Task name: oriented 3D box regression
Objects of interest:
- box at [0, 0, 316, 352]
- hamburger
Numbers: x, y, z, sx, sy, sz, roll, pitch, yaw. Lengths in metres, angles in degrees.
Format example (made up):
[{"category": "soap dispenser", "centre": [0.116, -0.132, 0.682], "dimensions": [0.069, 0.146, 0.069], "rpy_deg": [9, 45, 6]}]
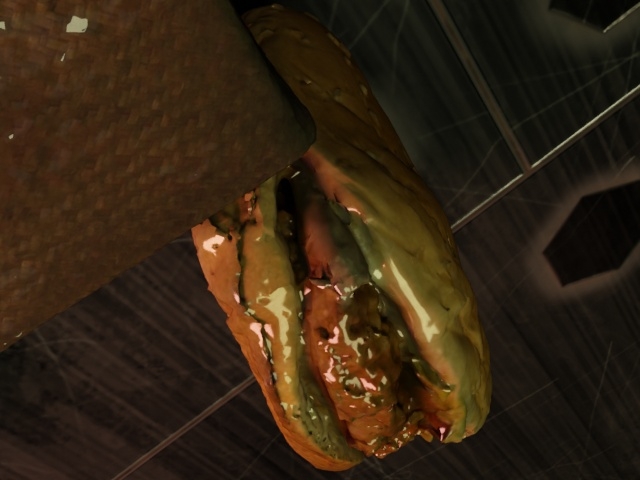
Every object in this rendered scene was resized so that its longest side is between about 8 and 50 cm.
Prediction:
[{"category": "box", "centre": [-0.144, -0.111, 0.446], "dimensions": [0.184, 0.273, 0.143], "rpy_deg": [-33, 136, 0]}, {"category": "hamburger", "centre": [0.000, 0.000, 0.618], "dimensions": [0.145, 0.283, 0.259], "rpy_deg": [-19, 142, -2]}]
